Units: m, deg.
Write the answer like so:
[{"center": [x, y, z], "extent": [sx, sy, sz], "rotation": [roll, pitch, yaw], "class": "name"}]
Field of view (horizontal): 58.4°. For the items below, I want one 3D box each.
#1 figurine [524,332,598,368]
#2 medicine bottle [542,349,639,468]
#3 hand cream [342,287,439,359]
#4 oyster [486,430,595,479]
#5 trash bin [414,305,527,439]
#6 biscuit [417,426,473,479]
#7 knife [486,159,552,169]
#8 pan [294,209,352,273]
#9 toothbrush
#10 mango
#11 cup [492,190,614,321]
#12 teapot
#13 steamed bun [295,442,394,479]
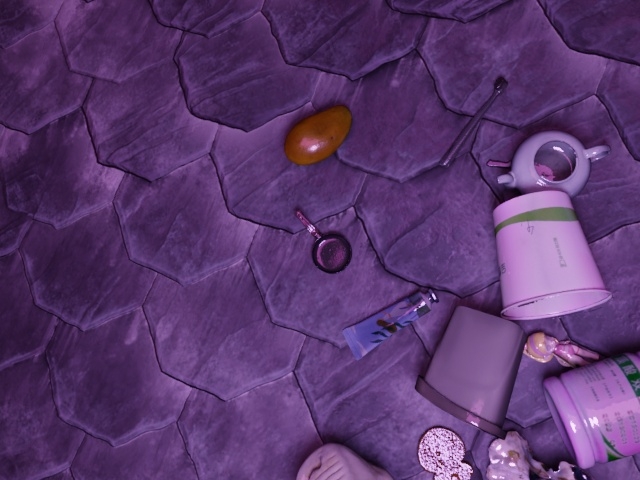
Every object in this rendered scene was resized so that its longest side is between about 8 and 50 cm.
[{"center": [0.586, 0.278, 1.408], "extent": [0.187, 0.083, 0.083], "rotation": [14, 83, 3], "class": "figurine"}, {"center": [0.696, 0.365, 1.285], "extent": [0.325, 0.212, 0.212], "rotation": [-20, 76, 10], "class": "medicine bottle"}, {"center": [0.188, 0.214, 1.515], "extent": [0.271, 0.058, 0.091], "rotation": [-32, 71, 11], "class": "hand cream"}, {"center": [0.549, 0.598, 1.314], "extent": [0.351, 0.114, 0.238], "rotation": [10, 102, 29], "class": "oyster"}, {"center": [0.370, 0.308, 1.369], "extent": [0.219, 0.220, 0.250], "rotation": [17, 77, 29], "class": "trash bin"}, {"center": [0.314, 0.556, 1.434], "extent": [0.124, 0.026, 0.175], "rotation": [-27, 75, 9], "class": "biscuit"}, {"center": [0.532, -0.202, 1.531], "extent": [0.170, 0.010, 0.023], "rotation": [7, 87, 12], "class": "knife"}, {"center": [0.000, 0.000, 1.600], "extent": [0.115, 0.040, 0.212], "rotation": [-42, 81, 4], "class": "pan"}, {"center": [0.419, -0.322, 1.570], "extent": [0.030, 0.030, 0.297], "rotation": [36, 91, 42], "class": "toothbrush"}, {"center": [-0.002, -0.301, 1.632], "extent": [0.227, 0.099, 0.136], "rotation": [-37, 71, -5], "class": "mango"}, {"center": [0.532, 0.040, 1.379], "extent": [0.252, 0.253, 0.274], "rotation": [-11, 69, 11], "class": "cup"}, {"center": [0.584, -0.187, 1.448], "extent": [0.294, 0.129, 0.193], "rotation": [-17, 82, 8], "class": "teapot"}, {"center": [0.090, 0.694, 1.347], "extent": [0.343, 0.255, 0.368], "rotation": [-55, 43, 17], "class": "steamed bun"}]
